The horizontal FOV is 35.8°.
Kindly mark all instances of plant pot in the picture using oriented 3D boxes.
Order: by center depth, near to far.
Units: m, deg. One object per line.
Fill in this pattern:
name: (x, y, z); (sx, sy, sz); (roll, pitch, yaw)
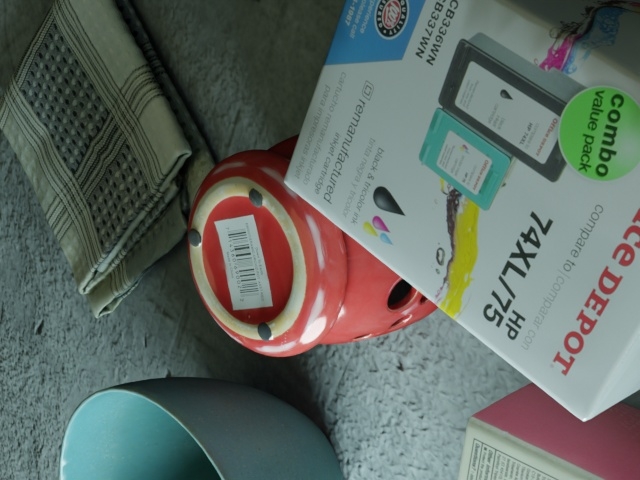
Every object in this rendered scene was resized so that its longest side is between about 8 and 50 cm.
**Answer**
plant pot: (0.000, 0.000, 0.837); (0.191, 0.174, 0.191); (11, 108, 39)
plant pot: (-0.091, 0.257, 0.968); (0.290, 0.195, 0.290); (12, 108, 41)

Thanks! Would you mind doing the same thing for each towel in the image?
towel: (-0.260, -0.106, 1.133); (0.312, 0.056, 0.324); (-41, 73, 41)

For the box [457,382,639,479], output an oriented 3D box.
box: (0.223, 0.215, 0.712); (0.232, 0.127, 0.149); (21, 114, 38)

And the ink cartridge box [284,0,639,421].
ink cartridge box: (0.156, -0.062, 0.654); (0.270, 0.197, 0.198); (39, 125, 29)
